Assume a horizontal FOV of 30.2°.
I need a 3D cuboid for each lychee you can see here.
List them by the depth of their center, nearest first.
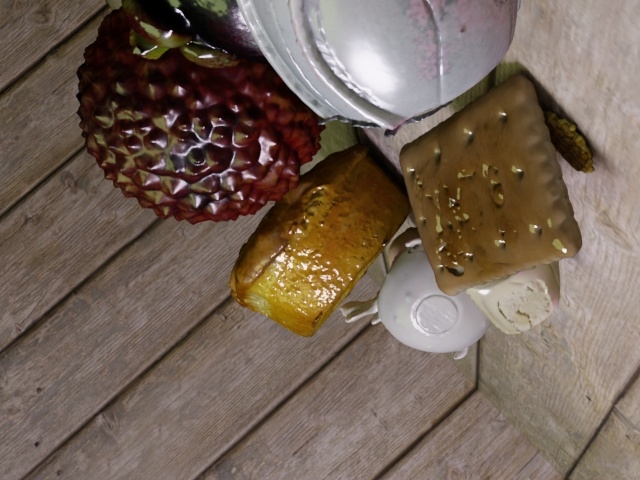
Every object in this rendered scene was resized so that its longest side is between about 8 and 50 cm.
[{"bbox_3d":[-0.219,-0.239,2.029,0.500,0.425,0.425,19,154,42],"label":"lychee"}]

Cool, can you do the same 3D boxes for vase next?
[{"bbox_3d":[0.011,-0.319,0.940,0.250,0.250,0.445,40,161,51],"label":"vase"}]

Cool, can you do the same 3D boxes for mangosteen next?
[{"bbox_3d":[-0.086,-0.287,1.232,0.275,0.302,0.275,41,-153,-26],"label":"mangosteen"}]

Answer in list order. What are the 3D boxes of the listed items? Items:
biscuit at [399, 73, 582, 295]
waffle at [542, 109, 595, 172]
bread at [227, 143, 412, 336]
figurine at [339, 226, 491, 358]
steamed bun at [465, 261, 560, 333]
[{"bbox_3d":[0.190,-0.054,1.432,0.325,0.044,0.217,-26,81,67],"label":"biscuit"},{"bbox_3d":[0.274,-0.113,1.337,0.085,0.016,0.078,42,166,40],"label":"waffle"},{"bbox_3d":[0.000,0.000,2.211,0.215,0.398,0.398,39,172,5],"label":"bread"},{"bbox_3d":[0.165,0.069,2.126,0.394,0.274,0.227,-90,-18,-72],"label":"figurine"},{"bbox_3d":[0.248,0.007,1.654,0.170,0.152,0.239,49,-171,-40],"label":"steamed bun"}]
